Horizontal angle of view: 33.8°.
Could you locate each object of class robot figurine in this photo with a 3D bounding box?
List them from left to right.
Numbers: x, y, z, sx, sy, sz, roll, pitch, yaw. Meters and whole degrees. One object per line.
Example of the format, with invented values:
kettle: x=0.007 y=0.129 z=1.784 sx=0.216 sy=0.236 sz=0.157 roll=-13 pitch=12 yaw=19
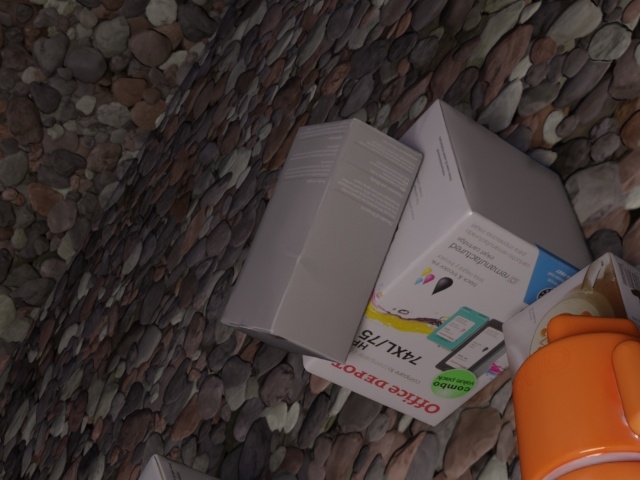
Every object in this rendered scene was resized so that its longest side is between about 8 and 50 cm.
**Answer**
robot figurine: x=0.209 y=0.157 z=0.772 sx=0.158 sy=0.128 sz=0.219 roll=-37 pitch=33 yaw=33

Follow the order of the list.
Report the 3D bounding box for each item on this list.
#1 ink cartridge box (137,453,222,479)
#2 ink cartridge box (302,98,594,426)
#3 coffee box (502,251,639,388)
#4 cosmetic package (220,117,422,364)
ink cartridge box: x=-0.096 y=0.389 z=1.129 sx=0.211 sy=0.289 sz=0.121 roll=-59 pitch=24 yaw=6
ink cartridge box: x=0.128 y=0.031 z=1.170 sx=0.270 sy=0.198 sz=0.197 roll=-46 pitch=31 yaw=30
coffee box: x=0.258 y=0.153 z=0.936 sx=0.141 sy=0.098 sz=0.246 roll=-41 pitch=33 yaw=35
cosmetic package: x=0.000 y=0.000 z=1.096 sx=0.127 sy=0.107 sz=0.238 roll=6 pitch=74 yaw=61
